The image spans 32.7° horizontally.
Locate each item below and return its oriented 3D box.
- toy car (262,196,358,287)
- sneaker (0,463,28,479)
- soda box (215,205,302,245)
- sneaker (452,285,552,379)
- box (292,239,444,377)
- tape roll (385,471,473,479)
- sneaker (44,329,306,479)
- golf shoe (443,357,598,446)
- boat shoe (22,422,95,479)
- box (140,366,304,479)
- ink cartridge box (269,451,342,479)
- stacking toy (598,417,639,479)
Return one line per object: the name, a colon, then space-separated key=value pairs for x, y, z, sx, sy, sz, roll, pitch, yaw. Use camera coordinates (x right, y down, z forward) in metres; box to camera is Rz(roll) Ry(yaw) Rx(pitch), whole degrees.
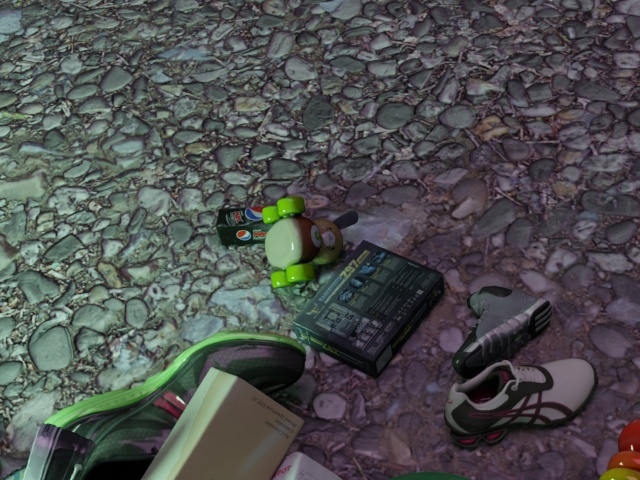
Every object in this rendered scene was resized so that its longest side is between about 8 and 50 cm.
toy car: x=0.000 y=0.000 z=2.079 sx=0.188 sy=0.149 sz=0.155 roll=-5 pitch=82 yaw=-26
sneaker: x=-0.535 y=0.471 z=1.783 sx=0.086 sy=0.085 sz=0.237 roll=32 pitch=52 yaw=3
soda box: x=-0.120 y=-0.030 z=2.179 sx=0.168 sy=0.060 sz=0.053 roll=-2 pitch=46 yaw=9
sneaker: x=0.287 y=0.151 z=1.917 sx=0.228 sy=0.086 sz=0.132 roll=-28 pitch=42 yaw=-29
box: x=0.090 y=0.120 z=1.993 sx=0.183 sy=0.059 sz=0.233 roll=23 pitch=56 yaw=29
tape roll: x=0.157 y=0.496 z=1.596 sx=0.321 sy=0.077 sz=0.321 roll=-6 pitch=47 yaw=6
sneaker: x=-0.229 y=0.312 z=1.820 sx=0.482 sy=0.185 sz=0.202 roll=-27 pitch=58 yaw=-4
golf shoe: x=0.332 y=0.248 z=1.782 sx=0.272 sy=0.120 sz=0.105 roll=-20 pitch=44 yaw=-10
boat shoe: x=-0.414 y=0.421 z=1.679 sx=0.104 sy=0.306 sz=0.113 roll=18 pitch=17 yaw=-5
box: x=-0.176 y=0.366 z=1.667 sx=0.311 sy=0.148 sz=0.121 roll=-59 pitch=22 yaw=-12
ink cartridge box: x=-0.065 y=0.449 z=1.635 sx=0.160 sy=0.092 sz=0.219 roll=-34 pitch=29 yaw=42
stacking toy: x=0.447 y=0.394 z=1.620 sx=0.141 sy=0.141 sz=0.330 roll=14 pitch=45 yaw=23
